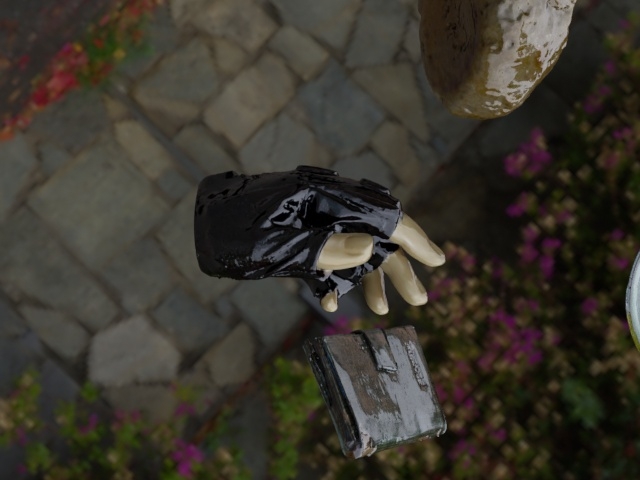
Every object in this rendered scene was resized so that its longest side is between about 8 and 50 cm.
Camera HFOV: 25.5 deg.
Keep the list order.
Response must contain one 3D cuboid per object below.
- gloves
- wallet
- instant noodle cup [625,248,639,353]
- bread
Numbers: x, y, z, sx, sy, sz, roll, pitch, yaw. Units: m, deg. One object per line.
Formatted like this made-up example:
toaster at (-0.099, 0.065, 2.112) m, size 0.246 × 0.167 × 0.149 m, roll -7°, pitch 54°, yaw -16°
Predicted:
gloves at (0.000, 0.000, 1.159) m, size 0.164 × 0.203 × 0.124 m, roll -28°, pitch 118°, yaw -85°
wallet at (0.085, 0.201, 1.924) m, size 0.044 × 0.169 × 0.317 m, roll -23°, pitch 169°, yaw 24°
instant noodle cup at (0.470, 0.058, 1.529) m, size 0.200 × 0.264 × 0.264 m, roll -8°, pitch 150°, yaw -40°
bread at (0.195, -0.249, 1.574) m, size 0.123 × 0.230 × 0.230 m, roll -1°, pitch 158°, yaw -17°
